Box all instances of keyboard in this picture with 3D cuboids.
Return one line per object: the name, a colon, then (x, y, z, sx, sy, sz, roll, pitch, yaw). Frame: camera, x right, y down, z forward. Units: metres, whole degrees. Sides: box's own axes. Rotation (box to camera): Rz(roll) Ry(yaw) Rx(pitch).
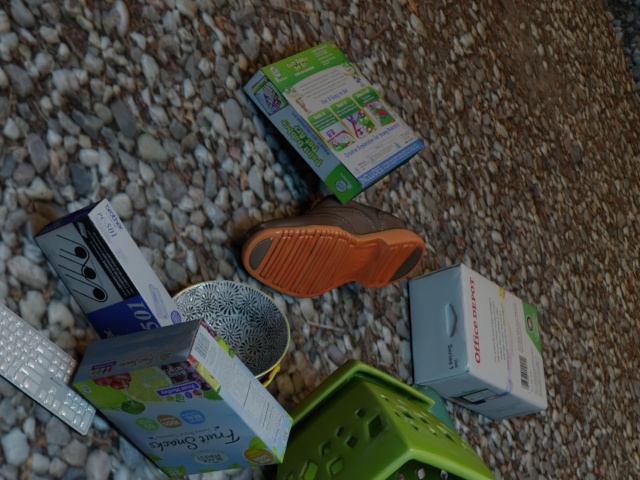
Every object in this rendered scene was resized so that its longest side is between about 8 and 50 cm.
keyboard: (-0.342, 0.126, 1.379, 0.256, 0.014, 0.072, 45, 41, -33)

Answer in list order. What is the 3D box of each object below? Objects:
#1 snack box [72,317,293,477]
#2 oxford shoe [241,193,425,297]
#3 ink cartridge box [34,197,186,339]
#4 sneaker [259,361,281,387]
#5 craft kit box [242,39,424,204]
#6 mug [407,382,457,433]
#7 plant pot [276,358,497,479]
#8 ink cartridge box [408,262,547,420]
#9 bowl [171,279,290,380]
snack box: (-0.160, 0.192, 1.448, 0.207, 0.174, 0.070, 51, 38, -35)
oxford shoe: (0.000, 0.000, 1.883, 0.363, 0.130, 0.133, 4, 38, -48)
ink cartridge box: (-0.247, 0.057, 1.476, 0.207, 0.097, 0.046, 59, 34, -17)
sneaker: (-0.076, 0.169, 1.698, 0.064, 0.067, 0.175, 57, 34, -18)
craft kit box: (0.027, -0.198, 1.977, 0.247, 0.061, 0.250, 52, 34, 3)
mug: (0.137, 0.278, 1.874, 0.129, 0.158, 0.097, -23, 87, -19)
plant pot: (0.068, 0.304, 1.675, 0.228, 0.227, 0.207, 31, 21, -44)
ink cartridge box: (0.280, 0.185, 2.161, 0.278, 0.117, 0.201, 28, 51, -47)
bowl: (-0.129, 0.140, 1.598, 0.170, 0.080, 0.170, 6, 46, -7)
